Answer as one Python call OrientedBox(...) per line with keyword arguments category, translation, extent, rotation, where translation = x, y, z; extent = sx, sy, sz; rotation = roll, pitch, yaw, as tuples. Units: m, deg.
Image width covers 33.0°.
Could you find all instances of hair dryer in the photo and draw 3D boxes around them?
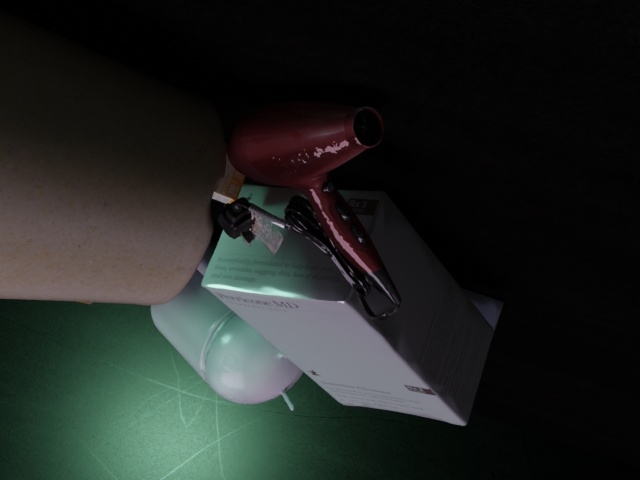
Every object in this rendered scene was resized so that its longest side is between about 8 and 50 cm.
OrientedBox(category="hair dryer", translation=(0.008, -0.049, 1.055), extent=(0.224, 0.080, 0.293), rotation=(28, 153, 8))

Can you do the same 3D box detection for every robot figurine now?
OrientedBox(category="robot figurine", translation=(-0.149, 0.136, 1.816), extent=(0.353, 0.200, 0.300), rotation=(41, 158, 37))

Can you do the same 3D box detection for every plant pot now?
OrientedBox(category="plant pot", translation=(-0.271, -0.069, 1.038), extent=(0.305, 0.333, 0.334), rotation=(13, 173, -28))

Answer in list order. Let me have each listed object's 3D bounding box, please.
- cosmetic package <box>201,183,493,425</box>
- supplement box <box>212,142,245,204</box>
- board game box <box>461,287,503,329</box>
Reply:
OrientedBox(category="cosmetic package", translation=(0.049, 0.087, 1.386), extent=(0.217, 0.156, 0.385), rotation=(3, 154, 35))
OrientedBox(category="supplement box", translation=(-0.135, -0.088, 1.255), extent=(0.098, 0.062, 0.036), rotation=(21, 169, -11))
OrientedBox(category="board game box", translation=(0.112, 0.103, 1.726), extent=(0.319, 0.066, 0.318), rotation=(18, 168, 6))
